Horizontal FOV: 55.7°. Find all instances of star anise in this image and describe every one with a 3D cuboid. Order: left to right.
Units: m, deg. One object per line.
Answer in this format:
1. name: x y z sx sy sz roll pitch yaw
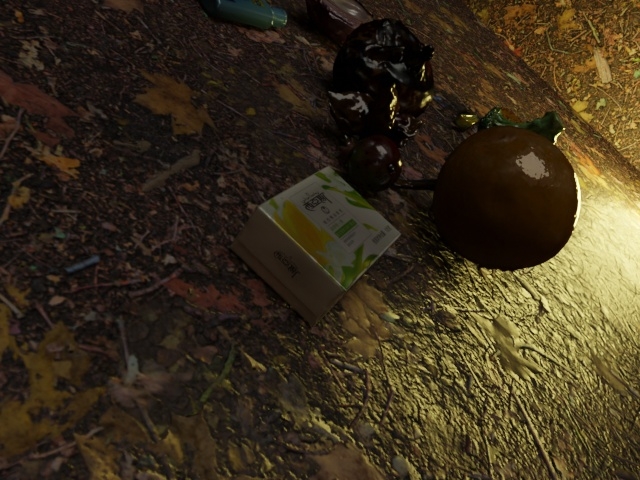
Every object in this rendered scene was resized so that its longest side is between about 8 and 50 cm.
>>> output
1. star anise: 0.161 -0.251 1.441 0.346 0.237 0.148 46 66 -7

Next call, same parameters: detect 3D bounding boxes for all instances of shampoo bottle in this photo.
1. shampoo bottle: -0.197 -0.616 1.615 0.258 0.061 0.104 -6 55 -47

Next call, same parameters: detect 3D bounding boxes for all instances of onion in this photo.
1. onion: 0.031 -0.703 1.877 0.283 0.120 0.227 21 40 -31

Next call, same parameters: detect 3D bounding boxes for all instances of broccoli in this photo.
1. broccoli: 0.595 -0.306 1.832 0.269 0.269 0.254 3 63 -42

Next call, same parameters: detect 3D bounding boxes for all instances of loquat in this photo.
1. loquat: 0.412 -0.090 1.357 0.328 0.328 0.328 25 36 -20

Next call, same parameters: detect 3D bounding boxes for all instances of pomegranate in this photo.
1. pomegranate: 0.115 -0.182 1.364 0.129 0.129 0.159 18 31 -29

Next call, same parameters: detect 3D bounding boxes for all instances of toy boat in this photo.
1. toy boat: 0.481 -0.403 2.014 0.066 0.065 0.172 57 30 2

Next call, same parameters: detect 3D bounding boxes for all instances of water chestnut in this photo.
1. water chestnut: 0.190 -0.459 1.617 0.300 0.300 0.300 25 36 -20

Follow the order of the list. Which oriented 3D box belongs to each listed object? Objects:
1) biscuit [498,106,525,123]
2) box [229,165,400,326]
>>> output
1. biscuit: 0.694 -0.355 2.152 0.296 0.075 0.296 28 38 -25
2. box: 0.000 0.000 1.052 0.194 0.111 0.260 43 36 5
